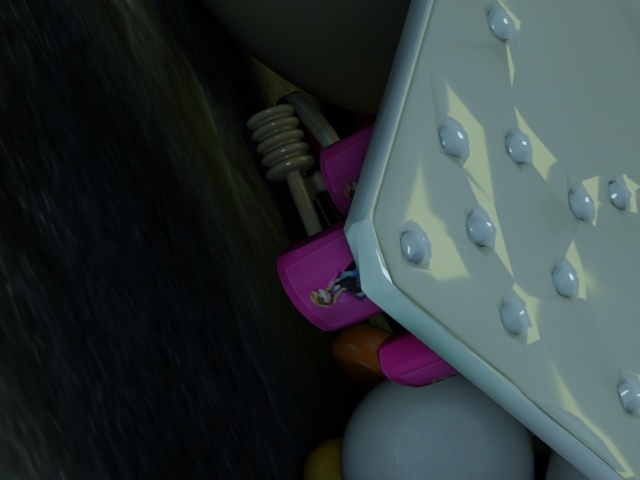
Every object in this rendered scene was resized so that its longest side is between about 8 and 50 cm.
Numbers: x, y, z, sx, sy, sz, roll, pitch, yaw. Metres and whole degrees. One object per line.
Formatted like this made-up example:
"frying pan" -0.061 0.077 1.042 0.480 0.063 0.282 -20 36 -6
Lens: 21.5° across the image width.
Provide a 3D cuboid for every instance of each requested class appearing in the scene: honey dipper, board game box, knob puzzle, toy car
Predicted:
"honey dipper" 0.000 0.000 0.954 0.030 0.030 0.160 27 40 -77
"board game box" 0.170 -0.029 0.649 0.390 0.050 0.390 40 48 -28
"knob puzzle" 0.011 -0.010 1.033 0.213 0.030 0.213 61 -5 9
"toy car" 0.088 0.075 0.706 0.159 0.182 0.136 97 1 -75

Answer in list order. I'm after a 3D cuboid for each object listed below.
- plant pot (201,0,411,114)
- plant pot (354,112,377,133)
"plant pot" 0.038 -0.187 1.009 0.191 0.284 0.284 83 -7 -45
"plant pot" 0.140 -0.127 1.487 0.272 0.272 0.265 62 17 -18
